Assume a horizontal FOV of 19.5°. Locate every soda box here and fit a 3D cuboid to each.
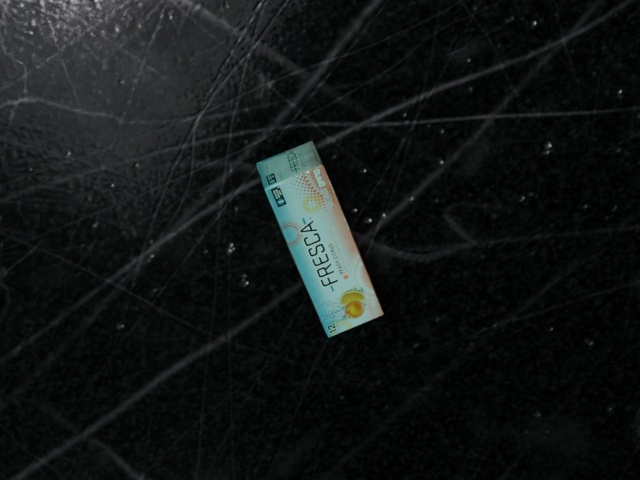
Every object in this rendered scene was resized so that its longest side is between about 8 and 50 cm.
[{"bbox_3d":[0.000,0.000,1.789,0.063,0.058,0.183,-22,119,0],"label":"soda box"}]
